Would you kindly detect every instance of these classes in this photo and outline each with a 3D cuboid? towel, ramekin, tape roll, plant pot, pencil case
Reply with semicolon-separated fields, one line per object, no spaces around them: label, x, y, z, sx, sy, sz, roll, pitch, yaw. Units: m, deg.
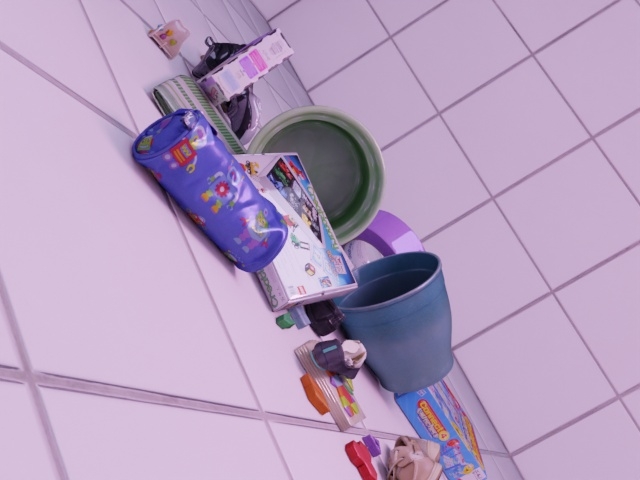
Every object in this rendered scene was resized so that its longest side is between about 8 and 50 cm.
towel;-0.240;-0.228;1.724;0.248;0.038;0.325;56;11;-13
ramekin;-0.019;-0.139;1.795;0.303;0.303;0.148;56;1;-12
tape roll;0.152;0.060;2.142;0.275;0.090;0.275;32;-40;32
plant pot;0.185;0.199;1.918;0.272;0.271;0.255;-89;159;-72
pencil case;-0.169;-0.084;1.358;0.119;0.133;0.306;19;-26;48

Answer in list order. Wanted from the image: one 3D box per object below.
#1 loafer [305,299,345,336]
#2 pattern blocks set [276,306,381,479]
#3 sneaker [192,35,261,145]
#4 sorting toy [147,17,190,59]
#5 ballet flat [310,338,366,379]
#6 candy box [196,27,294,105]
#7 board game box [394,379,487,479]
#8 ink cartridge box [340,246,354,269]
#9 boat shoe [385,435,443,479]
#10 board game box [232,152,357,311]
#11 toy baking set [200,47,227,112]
loafer;0.001;0.107;1.757;0.076;0.078;0.223;51;12;-39
pattern blocks set;0.022;0.264;1.535;0.325;0.026;0.285;57;10;-3
sneaker;-0.230;-0.363;2.009;0.153;0.101;0.269;11;68;-34
sorting toy;-0.330;-0.456;1.846;0.083;0.075;0.045;47;15;-49
ballet flat;0.047;0.213;1.529;0.074;0.074;0.203;62;10;21
candy box;-0.178;-0.385;1.882;0.070;0.196;0.165;55;-19;-16
board game box;0.302;0.449;2.176;0.302;0.086;0.308;56;10;-11
ink cartridge box;-0.007;0.021;1.940;0.181;0.061;0.104;56;30;-10
boat shoe;0.168;0.437;1.559;0.098;0.109;0.302;19;7;7
board game box;-0.065;-0.024;1.587;0.193;0.053;0.305;-8;68;-46
toy baking set;-0.261;-0.398;2.162;0.197;0.030;0.256;27;39;-83
